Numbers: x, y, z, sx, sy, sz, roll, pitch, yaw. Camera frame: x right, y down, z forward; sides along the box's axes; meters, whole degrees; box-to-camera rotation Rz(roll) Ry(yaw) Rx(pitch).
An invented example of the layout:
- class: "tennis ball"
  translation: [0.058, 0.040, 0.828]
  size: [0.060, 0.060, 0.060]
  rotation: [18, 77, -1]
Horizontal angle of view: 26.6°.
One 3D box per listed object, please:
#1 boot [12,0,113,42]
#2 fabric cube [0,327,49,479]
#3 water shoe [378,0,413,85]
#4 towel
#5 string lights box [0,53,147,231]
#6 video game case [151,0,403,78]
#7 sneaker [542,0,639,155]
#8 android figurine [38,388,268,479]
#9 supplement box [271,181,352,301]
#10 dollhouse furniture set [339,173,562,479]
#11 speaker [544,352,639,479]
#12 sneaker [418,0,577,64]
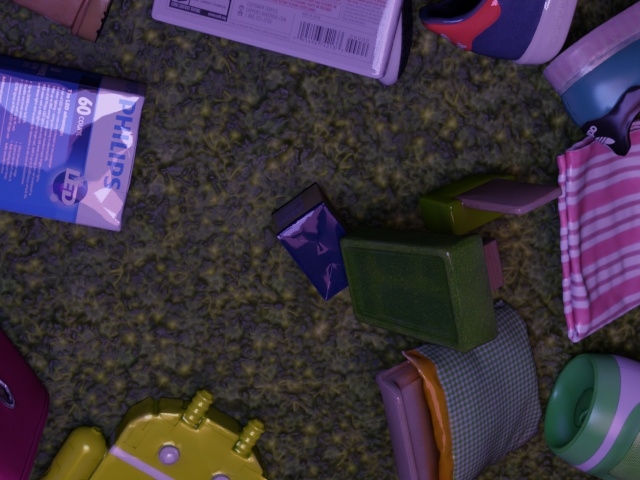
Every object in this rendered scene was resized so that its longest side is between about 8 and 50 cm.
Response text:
- class: "boot"
  translation: [-0.283, -0.320, 1.181]
  size: [0.269, 0.089, 0.236]
  rotation: [23, 102, -11]
- class: "fabric cube"
  translation: [-0.430, 0.144, 1.215]
  size: [0.259, 0.254, 0.258]
  rotation: [-31, 106, 4]
- class: "water shoe"
  translation: [0.041, -0.246, 1.259]
  size: [0.080, 0.073, 0.203]
  rotation: [-1, 101, 13]
- class: "towel"
  translation: [0.283, -0.010, 1.322]
  size: [0.144, 0.029, 0.197]
  rotation: [-23, 113, -43]
- class: "string lights box"
  translation: [-0.300, -0.102, 1.248]
  size: [0.260, 0.077, 0.133]
  rotation: [11, 105, -10]
- class: "video game case"
  translation: [-0.026, -0.273, 1.218]
  size: [0.227, 0.026, 0.206]
  rotation: [16, 105, 11]
- class: "sneaker"
  translation: [0.365, -0.190, 1.263]
  size: [0.302, 0.108, 0.121]
  rotation: [-33, 82, 3]
- class: "android figurine"
  translation: [-0.162, 0.274, 1.387]
  size: [0.248, 0.056, 0.273]
  rotation: [34, 101, -14]
- class: "supplement box"
  translation: [0.000, 0.000, 1.309]
  size: [0.056, 0.083, 0.083]
  rotation: [-35, 107, 5]
- class: "dollhouse furniture set"
  translation: [0.162, 0.108, 1.282]
  size: [0.197, 0.151, 0.301]
  rotation: [-24, 110, -35]
- class: "speaker"
  translation: [0.386, 0.213, 1.396]
  size: [0.296, 0.131, 0.131]
  rotation: [20, 103, -12]
- class: "sneaker"
  translation: [0.173, -0.334, 1.206]
  size: [0.148, 0.131, 0.350]
  rotation: [7, 106, -13]
